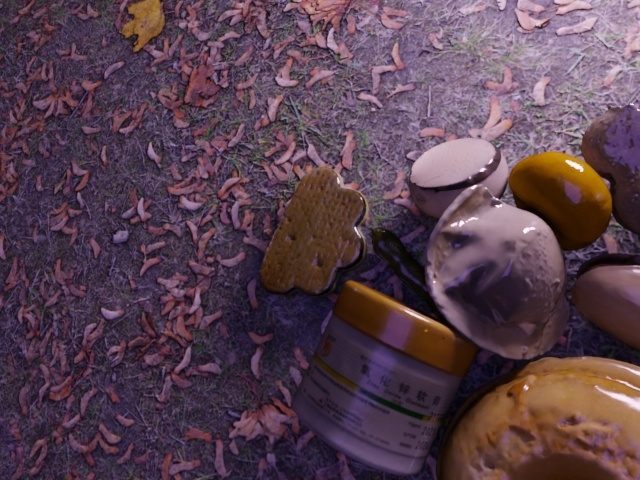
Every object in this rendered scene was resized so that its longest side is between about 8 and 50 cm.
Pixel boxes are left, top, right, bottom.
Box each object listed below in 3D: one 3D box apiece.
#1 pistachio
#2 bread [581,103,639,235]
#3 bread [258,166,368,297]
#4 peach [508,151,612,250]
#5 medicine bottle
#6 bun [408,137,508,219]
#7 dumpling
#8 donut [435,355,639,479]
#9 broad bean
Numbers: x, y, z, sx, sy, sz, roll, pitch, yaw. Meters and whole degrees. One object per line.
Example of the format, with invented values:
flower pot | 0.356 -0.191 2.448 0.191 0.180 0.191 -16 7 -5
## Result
pistachio | 0.499 0.098 0.728 0.215 0.144 0.143 28 89 21
bread | 0.549 -0.078 0.702 0.337 0.102 0.183 24 93 28
bread | 0.000 0.000 0.973 0.207 0.056 0.286 27 89 26
peach | 0.385 -0.064 0.784 0.103 0.179 0.179 -38 68 -1
medicine bottle | 0.104 0.215 0.790 0.238 0.238 0.231 23 88 23
bun | 0.249 -0.098 0.867 0.173 0.119 0.172 -19 35 14
dumpling | 0.274 0.061 0.729 0.243 0.175 0.227 37 60 20
donut | 0.362 0.382 0.646 0.449 0.198 0.448 -14 66 34
broad bean | 0.181 0.069 0.896 0.256 0.052 0.052 46 134 20
